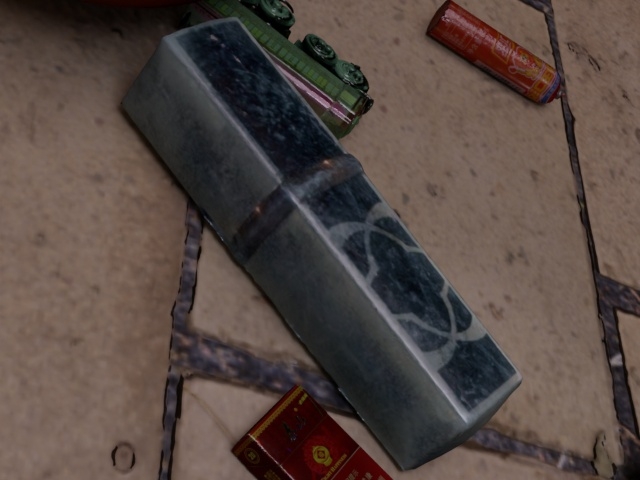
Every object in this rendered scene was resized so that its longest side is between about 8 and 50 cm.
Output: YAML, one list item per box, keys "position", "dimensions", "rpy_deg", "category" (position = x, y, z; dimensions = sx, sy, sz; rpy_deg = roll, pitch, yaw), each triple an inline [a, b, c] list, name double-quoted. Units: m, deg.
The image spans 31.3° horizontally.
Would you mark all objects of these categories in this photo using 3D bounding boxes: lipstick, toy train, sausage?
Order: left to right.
- position: [-0.029, -0.129, 0.794]
  dimensions: [0.148, 0.038, 0.071]
  rpy_deg: [37, 42, -4]
  category: "toy train"
- position: [0.000, 0.000, 0.682]
  dimensions: [0.290, 0.076, 0.077]
  rpy_deg: [53, 42, 9]
  category: "lipstick"
- position: [0.150, -0.152, 0.945]
  dimensions: [0.129, 0.034, 0.034]
  rpy_deg: [31, 44, -11]
  category: "sausage"

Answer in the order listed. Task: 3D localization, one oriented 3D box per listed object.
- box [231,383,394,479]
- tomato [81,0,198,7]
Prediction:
- position: [-0.002, 0.124, 0.618]
  dimensions: [0.082, 0.023, 0.051]
  rpy_deg: [45, 42, 4]
  category: "box"
- position: [-0.120, -0.297, 0.665]
  dimensions: [0.321, 0.321, 0.321]
  rpy_deg: [19, 47, -22]
  category: "tomato"
